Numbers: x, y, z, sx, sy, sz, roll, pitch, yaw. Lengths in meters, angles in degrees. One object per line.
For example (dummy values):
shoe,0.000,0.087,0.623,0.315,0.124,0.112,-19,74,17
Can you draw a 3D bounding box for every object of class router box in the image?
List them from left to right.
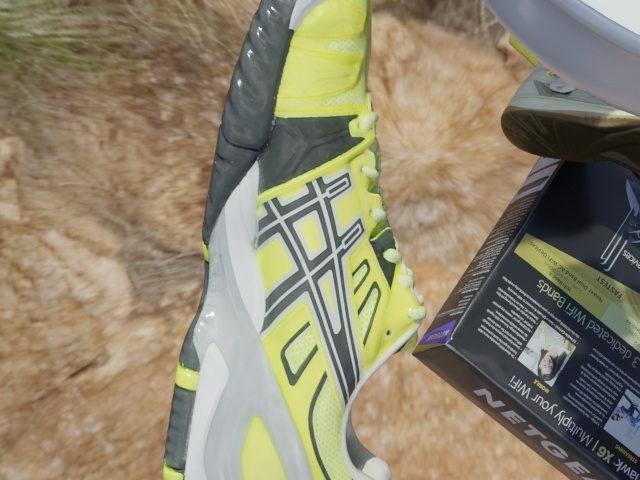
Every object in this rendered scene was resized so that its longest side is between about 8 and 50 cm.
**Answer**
router box,0.272,0.093,1.306,0.309,0.081,0.243,39,69,-8

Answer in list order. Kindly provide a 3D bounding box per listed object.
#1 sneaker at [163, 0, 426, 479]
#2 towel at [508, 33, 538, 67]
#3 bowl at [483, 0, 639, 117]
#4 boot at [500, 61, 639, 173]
sneaker,0.000,0.000,0.946,0.147,0.145,0.385,9,100,3
towel,0.271,-0.158,1.382,0.021,0.102,0.237,-28,58,-29
bowl,0.179,-0.159,0.703,0.297,0.134,0.298,4,61,-8
boot,0.275,-0.136,1.232,0.213,0.077,0.165,11,55,23
